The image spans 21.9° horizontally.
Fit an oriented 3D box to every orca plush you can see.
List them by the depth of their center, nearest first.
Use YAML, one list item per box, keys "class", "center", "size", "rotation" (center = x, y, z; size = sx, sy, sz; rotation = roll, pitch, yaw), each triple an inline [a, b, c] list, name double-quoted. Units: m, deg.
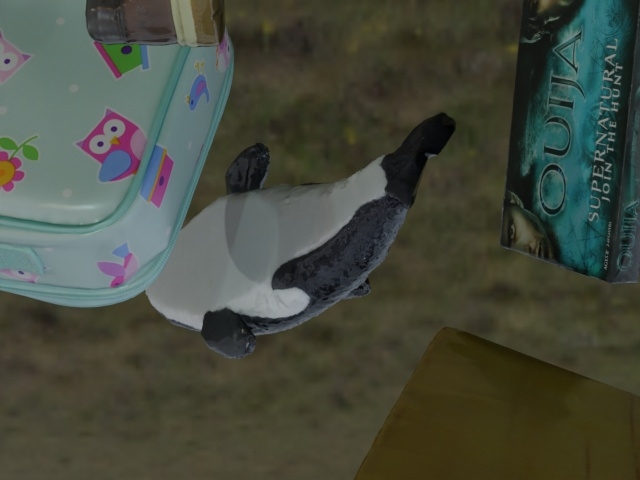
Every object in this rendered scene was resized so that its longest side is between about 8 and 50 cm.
- class: "orca plush"
  center: [0.000, 0.000, 1.156]
  size: [0.102, 0.151, 0.287]
  rotation: [19, 136, -37]

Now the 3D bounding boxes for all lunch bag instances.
- class: "lunch bag"
  center: [-0.205, -0.079, 0.972]
  size: [0.279, 0.224, 0.108]
  rotation: [9, 156, 14]

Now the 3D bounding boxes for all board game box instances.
- class: "board game box"
  center: [0.167, -0.076, 1.062]
  size: [0.026, 0.186, 0.126]
  rotation: [-1, -169, -29]

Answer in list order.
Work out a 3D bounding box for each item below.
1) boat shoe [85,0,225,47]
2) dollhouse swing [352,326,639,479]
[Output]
- class: "boat shoe"
  center: [-0.062, -0.125, 0.563]
  size: [0.049, 0.152, 0.056]
  rotation: [-6, 137, -5]
- class: "dollhouse swing"
  center: [0.120, 0.249, 0.466]
  size: [0.304, 0.347, 0.315]
  rotation: [15, -170, 8]
